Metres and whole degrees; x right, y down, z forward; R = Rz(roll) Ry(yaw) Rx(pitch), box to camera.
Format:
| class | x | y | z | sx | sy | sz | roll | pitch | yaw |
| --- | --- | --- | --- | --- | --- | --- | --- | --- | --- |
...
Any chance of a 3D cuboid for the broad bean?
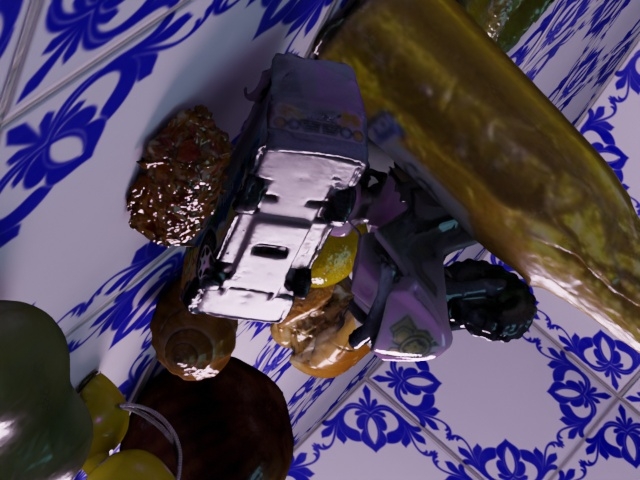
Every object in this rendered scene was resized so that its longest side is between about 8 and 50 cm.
| class | x | y | z | sx | sy | sz | roll | pitch | yaw |
| --- | --- | --- | --- | --- | --- | --- | --- | --- | --- |
| broad bean | -0.278 | 0.135 | 1.407 | 0.189 | 0.121 | 0.263 | -42 | 155 | -13 |

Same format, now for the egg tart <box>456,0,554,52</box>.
| class | x | y | z | sx | sy | sz | roll | pitch | yaw |
| --- | --- | --- | --- | --- | --- | --- | --- | --- | --- |
| egg tart | 0.223 | -0.299 | 2.045 | 0.197 | 0.078 | 0.197 | -49 | 169 | -12 |

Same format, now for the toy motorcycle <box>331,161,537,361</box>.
| class | x | y | z | sx | sy | sz | roll | pitch | yaw |
| --- | --- | --- | --- | --- | --- | --- | --- | --- | --- |
| toy motorcycle | 0.056 | 0.008 | 1.765 | 0.188 | 0.327 | 0.143 | -31 | 151 | -41 |

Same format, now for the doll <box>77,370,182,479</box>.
| class | x | y | z | sx | sy | sz | roll | pitch | yaw |
| --- | --- | --- | --- | --- | --- | --- | --- | --- | --- |
| doll | -0.202 | 0.255 | 1.866 | 0.135 | 0.221 | 0.143 | -39 | 163 | -32 |

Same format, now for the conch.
| class | x | y | z | sx | sy | sz | roll | pitch | yaw |
| --- | --- | --- | --- | --- | --- | --- | --- | --- | --- |
| conch | -0.130 | 0.072 | 1.909 | 0.330 | 0.093 | 0.109 | -86 | -166 | -71 |

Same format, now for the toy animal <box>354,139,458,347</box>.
| class | x | y | z | sx | sy | sz | roll | pitch | yaw |
| --- | --- | --- | --- | --- | --- | --- | --- | --- | --- |
| toy animal | 0.141 | -0.036 | 2.203 | 0.196 | 0.241 | 0.367 | -40 | 168 | -50 |

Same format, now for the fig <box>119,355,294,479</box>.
| class | x | y | z | sx | sy | sz | roll | pitch | yaw |
| --- | --- | --- | --- | --- | --- | --- | --- | --- | --- |
| fig | -0.185 | 0.281 | 2.186 | 0.321 | 0.217 | 0.217 | -32 | 178 | 25 |

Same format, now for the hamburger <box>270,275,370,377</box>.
| class | x | y | z | sx | sy | sz | roll | pitch | yaw |
| --- | --- | --- | --- | --- | --- | --- | --- | --- | --- |
| hamburger | 0.013 | 0.126 | 2.577 | 0.156 | 0.144 | 0.283 | -49 | 173 | 3 |

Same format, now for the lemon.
| class | x | y | z | sx | sy | sz | roll | pitch | yaw |
| --- | --- | --- | --- | --- | --- | --- | --- | --- | --- |
| lemon | 0.000 | 0.000 | 2.107 | 0.133 | 0.109 | 0.109 | -37 | 167 | -24 |

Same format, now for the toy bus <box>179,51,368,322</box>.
| class | x | y | z | sx | sy | sz | roll | pitch | yaw |
| --- | --- | --- | --- | --- | --- | --- | --- | --- | --- |
| toy bus | -0.043 | -0.042 | 1.605 | 0.317 | 0.112 | 0.138 | 122 | -28 | -56 |

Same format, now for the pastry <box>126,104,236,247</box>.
| class | x | y | z | sx | sy | sz | roll | pitch | yaw |
| --- | --- | --- | --- | --- | --- | --- | --- | --- | --- |
| pastry | -0.115 | -0.049 | 1.510 | 0.087 | 0.063 | 0.169 | -42 | 169 | -26 |

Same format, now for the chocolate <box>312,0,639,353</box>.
| class | x | y | z | sx | sy | sz | roll | pitch | yaw |
| --- | --- | --- | --- | --- | --- | --- | --- | --- | --- |
| chocolate | 0.187 | -0.067 | 1.679 | 0.162 | 0.445 | 0.162 | -43 | 171 | -9 |
